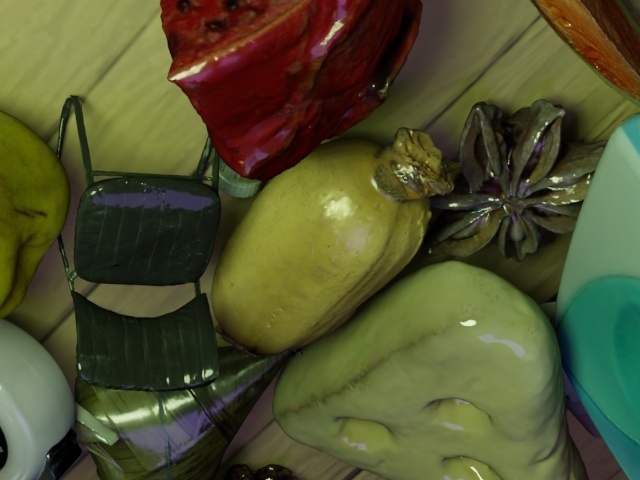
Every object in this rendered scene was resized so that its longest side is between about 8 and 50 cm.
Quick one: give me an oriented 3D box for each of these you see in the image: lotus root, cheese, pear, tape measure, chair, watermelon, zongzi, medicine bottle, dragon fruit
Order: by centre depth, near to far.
[{"bbox_3d":[-0.028,-0.195,1.514,0.302,0.240,0.330,-38,163,-12],"label":"dragon fruit"},{"bbox_3d":[-0.312,-0.025,1.574,0.200,0.200,0.200,-7,138,-6],"label":"pear"},{"bbox_3d":[0.220,-0.184,1.578,0.063,0.119,0.245,-35,114,11],"label":"watermelon"},{"bbox_3d":[-0.149,0.002,1.625,0.140,0.221,0.145,2,137,-15],"label":"chair"},{"bbox_3d":[-0.064,-0.081,1.685,0.047,0.047,0.083,4,135,-17],"label":"medicine bottle"},{"bbox_3d":[0.001,-0.002,1.725,0.146,0.131,0.303,-9,150,-49],"label":"lotus root"},{"bbox_3d":[-0.309,0.153,1.804,0.178,0.105,0.196,-17,111,40],"label":"tape measure"},{"bbox_3d":[0.166,0.159,1.853,0.351,0.129,0.328,27,144,-14],"label":"cheese"},{"bbox_3d":[-0.110,0.202,1.928,0.242,0.112,0.221,-16,128,2],"label":"zongzi"}]

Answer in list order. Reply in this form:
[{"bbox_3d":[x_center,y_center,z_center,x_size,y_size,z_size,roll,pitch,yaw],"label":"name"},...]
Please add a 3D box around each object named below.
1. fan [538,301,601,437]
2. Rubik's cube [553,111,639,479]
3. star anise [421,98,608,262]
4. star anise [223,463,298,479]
[{"bbox_3d":[0.269,0.141,1.997,0.130,0.074,0.244,-16,145,20],"label":"fan"},{"bbox_3d":[0.442,0.068,1.704,0.352,0.351,0.347,-18,144,-19],"label":"Rubik's cube"},{"bbox_3d":[0.187,-0.051,1.760,0.197,0.073,0.212,14,134,-23],"label":"star anise"},{"bbox_3d":[-0.116,0.322,2.088,0.234,0.073,0.177,-46,139,11],"label":"star anise"}]
